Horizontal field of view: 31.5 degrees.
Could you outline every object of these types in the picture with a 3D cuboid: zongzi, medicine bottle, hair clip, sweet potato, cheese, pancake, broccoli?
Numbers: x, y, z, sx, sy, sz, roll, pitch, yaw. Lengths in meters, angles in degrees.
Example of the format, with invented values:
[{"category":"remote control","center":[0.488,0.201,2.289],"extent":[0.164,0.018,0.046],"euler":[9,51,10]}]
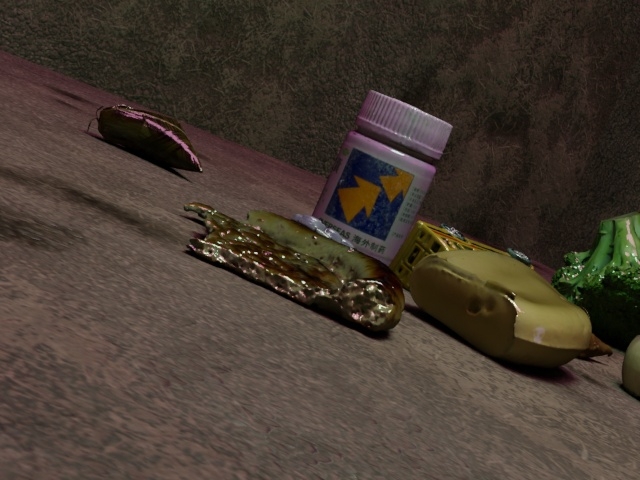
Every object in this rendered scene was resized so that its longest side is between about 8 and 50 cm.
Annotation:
[{"category":"zongzi","center":[-0.323,-0.184,2.111],"extent":[0.187,0.084,0.184],"euler":[13,21,-28]},{"category":"medicine bottle","center":[0.108,-0.110,2.062],"extent":[0.178,0.291,0.178],"euler":[23,8,-3]},{"category":"hair clip","center":[-0.001,0.001,1.911],"extent":[0.124,0.052,0.195],"euler":[33,-2,-4]},{"category":"sweet potato","center":[0.467,0.183,2.046],"extent":[0.205,0.060,0.068],"euler":[20,45,-43]},{"category":"cheese","center":[0.292,0.109,1.733],"extent":[0.259,0.128,0.315],"euler":[38,19,35]},{"category":"pancake","center":[-0.036,0.015,1.531],"extent":[0.304,0.067,0.427],"euler":[21,9,-11]},{"category":"broccoli","center":[0.713,0.095,2.600],"extent":[0.413,0.321,0.310],"euler":[-18,64,-48]}]

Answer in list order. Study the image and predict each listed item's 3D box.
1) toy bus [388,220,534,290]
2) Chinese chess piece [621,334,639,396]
[{"category":"toy bus","center":[0.273,0.063,2.029],"extent":[0.335,0.121,0.123],"euler":[18,18,-42]},{"category":"Chinese chess piece","center":[0.624,0.234,1.872],"extent":[0.249,0.103,0.250],"euler":[14,4,-1]}]
